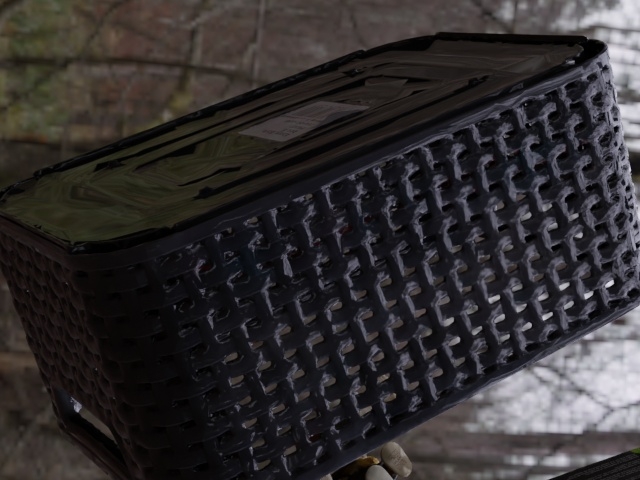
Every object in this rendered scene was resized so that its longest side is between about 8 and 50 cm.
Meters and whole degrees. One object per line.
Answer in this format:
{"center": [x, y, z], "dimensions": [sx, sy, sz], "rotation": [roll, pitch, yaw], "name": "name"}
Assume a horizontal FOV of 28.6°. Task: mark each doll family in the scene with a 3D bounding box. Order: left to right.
{"center": [-0.008, 0.171, 0.762], "dimensions": [0.193, 0.076, 0.111], "rotation": [-44, -177, -41], "name": "doll family"}

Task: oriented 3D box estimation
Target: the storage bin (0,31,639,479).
{"center": [0.000, 0.000, 0.398], "dimensions": [0.122, 0.180, 0.084], "rotation": [17, -52, 59], "name": "storage bin"}

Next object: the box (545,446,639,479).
{"center": [0.190, 0.166, 0.675], "dimensions": [0.036, 0.207, 0.114], "rotation": [-145, -140, -70], "name": "box"}
